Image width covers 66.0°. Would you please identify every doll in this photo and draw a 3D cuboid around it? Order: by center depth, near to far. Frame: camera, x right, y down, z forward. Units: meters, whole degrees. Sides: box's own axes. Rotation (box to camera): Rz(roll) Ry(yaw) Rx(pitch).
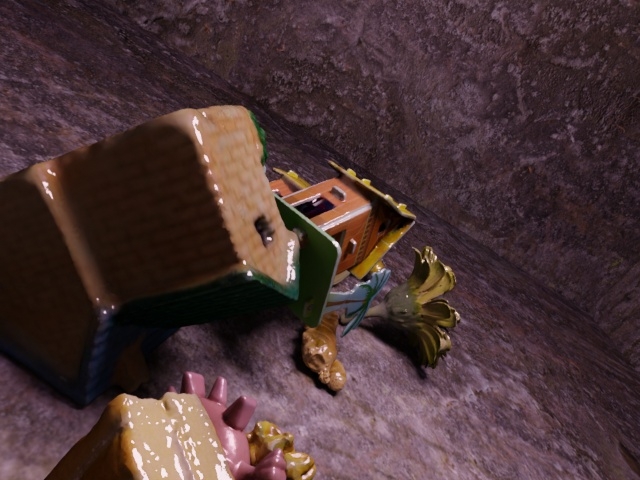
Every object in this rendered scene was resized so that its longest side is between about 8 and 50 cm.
[{"bbox_3d":[-0.149,0.258,0.555,0.093,0.262,0.211,41,54,-45],"label":"doll"}]

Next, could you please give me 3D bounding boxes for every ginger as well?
[{"bbox_3d":[-0.005,0.214,1.036,0.115,0.081,0.205,18,31,-23],"label":"ginger"}]

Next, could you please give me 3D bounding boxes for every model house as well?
[{"bbox_3d":[-0.238,0.016,0.748,0.334,0.382,0.342,-48,120,-69],"label":"model house"},{"bbox_3d":[0.000,0.000,0.994,0.324,0.340,0.300,-26,53,-38],"label":"model house"}]

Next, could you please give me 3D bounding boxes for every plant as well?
[{"bbox_3d":[0.230,0.177,1.276,0.261,0.297,0.305,0,79,-63],"label":"plant"}]

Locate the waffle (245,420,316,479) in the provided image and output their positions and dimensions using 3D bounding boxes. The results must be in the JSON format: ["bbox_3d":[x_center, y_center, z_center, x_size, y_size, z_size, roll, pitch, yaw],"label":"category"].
[{"bbox_3d":[-0.030,0.331,0.574,0.057,0.219,0.229,-16,48,-29],"label":"waffle"}]

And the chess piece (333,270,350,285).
[{"bbox_3d":[-0.021,0.010,1.402,0.133,0.133,0.243,12,25,-45],"label":"chess piece"}]

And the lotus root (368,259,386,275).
[{"bbox_3d":[0.089,0.005,1.520,0.314,0.141,0.169,39,19,10],"label":"lotus root"}]

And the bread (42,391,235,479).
[{"bbox_3d":[-0.170,0.301,0.416,0.111,0.246,0.239,26,21,-50],"label":"bread"}]
